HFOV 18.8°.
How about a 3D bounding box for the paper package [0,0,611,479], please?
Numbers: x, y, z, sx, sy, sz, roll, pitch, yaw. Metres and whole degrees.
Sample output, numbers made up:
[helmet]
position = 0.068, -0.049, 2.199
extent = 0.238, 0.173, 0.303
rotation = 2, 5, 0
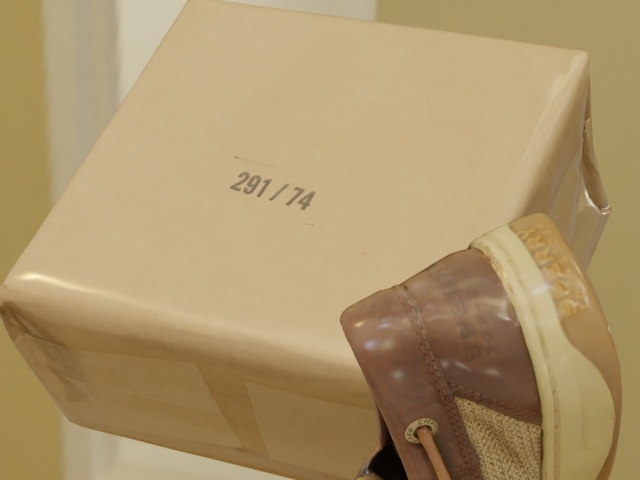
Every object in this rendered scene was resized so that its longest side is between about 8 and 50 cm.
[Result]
[paper package]
position = 0.000, 0.000, 1.338
extent = 0.309, 0.325, 0.168
rotation = -62, -29, -32

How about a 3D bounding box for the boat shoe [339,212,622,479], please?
[boat shoe]
position = 0.056, 0.131, 0.869
extent = 0.342, 0.123, 0.123
rotation = 87, 161, -50
